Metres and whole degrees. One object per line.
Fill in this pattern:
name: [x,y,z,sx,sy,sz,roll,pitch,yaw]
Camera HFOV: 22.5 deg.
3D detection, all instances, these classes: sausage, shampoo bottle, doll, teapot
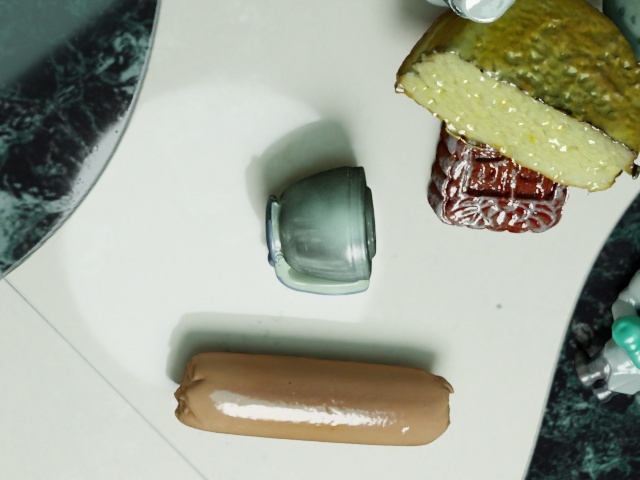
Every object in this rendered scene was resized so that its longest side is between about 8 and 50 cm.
sausage: [-0.004,0.161,1.631,0.289,0.086,0.086,7,115,-14]
shampoo bottle: [0.114,-0.235,1.393,0.074,0.192,0.074,-5,119,-10]
doll: [0.384,0.067,1.653,0.258,0.153,0.195,-7,138,9]
teapot: [0.000,-0.011,1.550,0.108,0.149,0.111,-2,79,5]

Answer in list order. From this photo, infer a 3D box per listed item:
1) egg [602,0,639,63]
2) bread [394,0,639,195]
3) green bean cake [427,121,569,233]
egg: [0.371,-0.238,1.463,0.236,0.169,0.169,-20,119,-5]
bread: [0.199,-0.150,1.455,0.229,0.143,0.139,28,75,-7]
green bean cake: [0.181,-0.074,1.569,0.135,0.056,0.135,3,116,-16]
